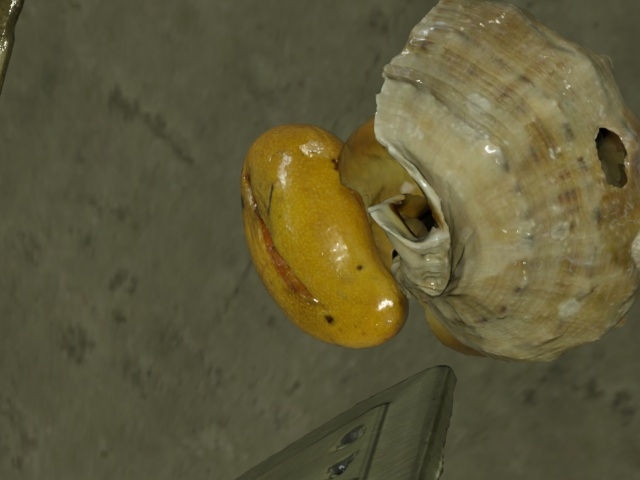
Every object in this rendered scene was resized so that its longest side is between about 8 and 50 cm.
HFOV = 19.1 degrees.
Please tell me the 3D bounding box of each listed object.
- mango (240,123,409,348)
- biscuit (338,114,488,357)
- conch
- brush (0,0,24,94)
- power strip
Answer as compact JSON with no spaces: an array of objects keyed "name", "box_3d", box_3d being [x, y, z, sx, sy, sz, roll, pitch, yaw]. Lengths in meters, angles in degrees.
[{"name":"mango","box_3d":[-0.006,-0.001,2.041,0.120,0.177,0.295,3,47,-30]},{"name":"biscuit","box_3d":[0.135,-0.017,1.868,0.091,0.213,0.274,-29,85,-36]},{"name":"conch","box_3d":[0.133,-0.048,1.267,0.186,0.324,0.263,-13,87,10]},{"name":"brush","box_3d":[-0.300,-0.218,1.763,0.043,0.036,0.248,24,101,28]},{"name":"power strip","box_3d":[-0.012,0.207,1.273,0.257,0.251,0.092,-31,95,18]}]
